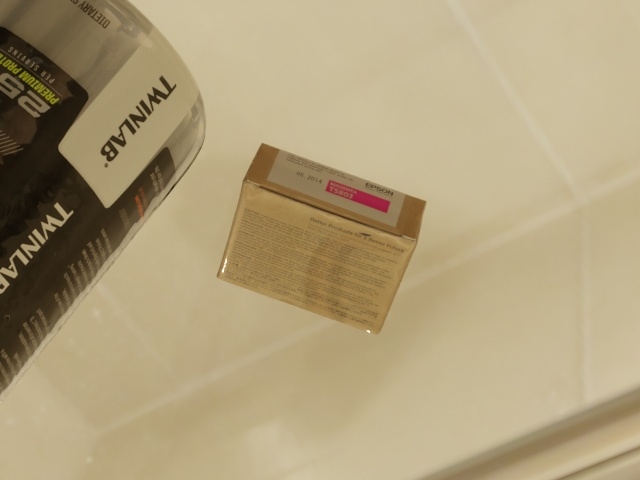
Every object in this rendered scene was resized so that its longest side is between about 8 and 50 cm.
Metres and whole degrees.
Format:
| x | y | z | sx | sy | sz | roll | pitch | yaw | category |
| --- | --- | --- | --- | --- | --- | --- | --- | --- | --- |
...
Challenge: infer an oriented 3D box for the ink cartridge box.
| x | y | z | sx | sy | sz | roll | pitch | yaw | category |
| --- | --- | --- | --- | --- | --- | --- | --- | --- | --- |
| 0.000 | 0.000 | 2.078 | 0.234 | 0.193 | 0.088 | 20 | -136 | 0 | ink cartridge box |

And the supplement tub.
| x | y | z | sx | sy | sz | roll | pitch | yaw | category |
| --- | --- | --- | --- | --- | --- | --- | --- | --- | --- |
| -0.242 | -0.007 | 0.982 | 0.207 | 0.207 | 0.338 | 49 | -116 | -29 | supplement tub |
